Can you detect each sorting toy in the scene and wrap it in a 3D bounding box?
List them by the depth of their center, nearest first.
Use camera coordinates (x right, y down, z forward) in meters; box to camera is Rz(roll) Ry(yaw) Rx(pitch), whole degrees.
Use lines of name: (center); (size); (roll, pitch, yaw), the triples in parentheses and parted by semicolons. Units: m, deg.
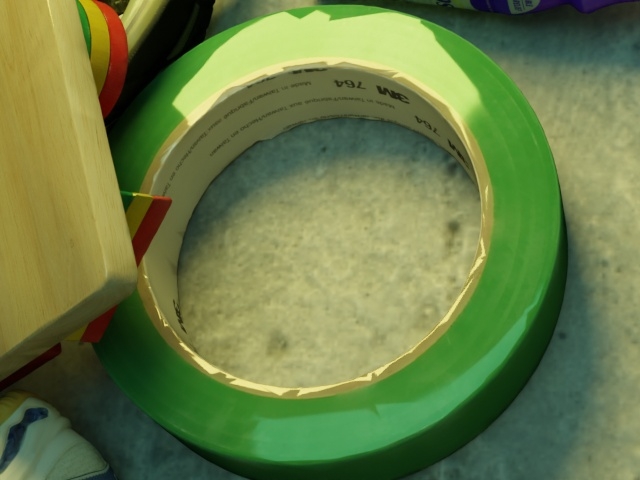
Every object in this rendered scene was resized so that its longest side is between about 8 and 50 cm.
sorting toy: (-0.202, -0.033, 0.885); (0.255, 0.089, 0.257); (-32, 64, 36)

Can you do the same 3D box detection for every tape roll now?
tape roll: (0.000, 0.000, 0.915); (0.321, 0.077, 0.321); (-5, 66, 12)

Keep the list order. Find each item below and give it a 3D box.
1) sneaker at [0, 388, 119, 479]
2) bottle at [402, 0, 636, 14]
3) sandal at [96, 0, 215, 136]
sneaker: (-0.219, 0.227, 0.809); (0.131, 0.112, 0.296); (42, 59, -7)
bottle: (0.119, -0.210, 0.952); (0.283, 0.118, 0.092); (11, 70, 17)
sandal: (-0.123, -0.198, 0.985); (0.086, 0.120, 0.302); (19, 85, 11)
